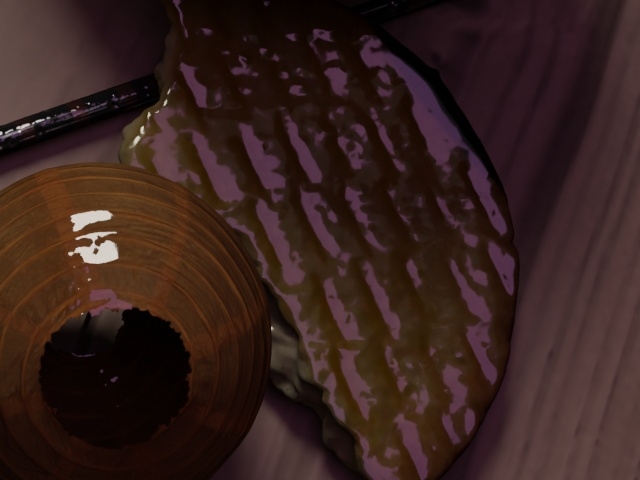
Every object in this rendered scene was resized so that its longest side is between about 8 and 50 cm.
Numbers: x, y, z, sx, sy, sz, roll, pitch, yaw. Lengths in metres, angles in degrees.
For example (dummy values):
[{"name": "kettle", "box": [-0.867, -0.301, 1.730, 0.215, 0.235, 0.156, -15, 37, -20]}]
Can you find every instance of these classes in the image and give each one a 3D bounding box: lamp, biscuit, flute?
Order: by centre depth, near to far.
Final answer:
[{"name": "lamp", "box": [-0.085, 0.038, 0.756, 0.136, 0.136, 0.136, 5, 70, -13]}, {"name": "biscuit", "box": [0.000, 0.000, 0.840, 0.176, 0.031, 0.228, 3, 76, -16]}, {"name": "flute", "box": [-0.029, -0.082, 0.876, 0.269, 0.014, 0.014, -21, 78, -21]}]
